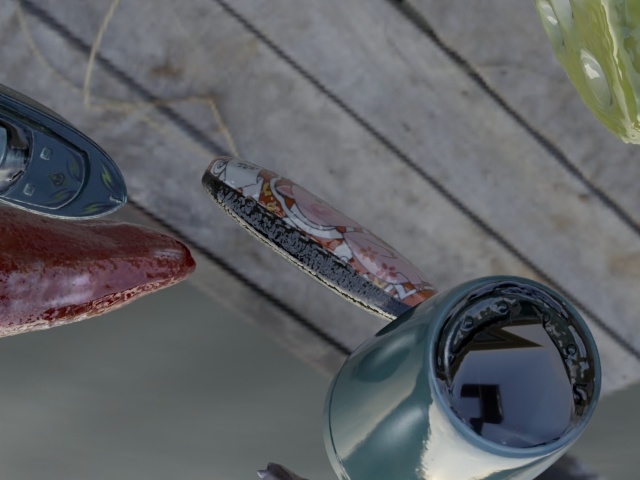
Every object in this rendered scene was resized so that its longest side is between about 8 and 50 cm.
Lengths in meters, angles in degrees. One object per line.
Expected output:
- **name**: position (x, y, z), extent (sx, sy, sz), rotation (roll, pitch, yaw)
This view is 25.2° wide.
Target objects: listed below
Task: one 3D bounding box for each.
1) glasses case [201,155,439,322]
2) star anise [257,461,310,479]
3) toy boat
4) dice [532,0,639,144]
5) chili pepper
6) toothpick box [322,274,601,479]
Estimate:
- **glasses case**: position (0.000, 0.000, 1.349), extent (0.266, 0.067, 0.103), rotation (34, -175, 22)
- **star anise**: position (-0.028, 0.317, 1.292), extent (0.229, 0.236, 0.093), rotation (6, -177, 28)
- **toy boat**: position (-0.164, -0.049, 0.735), extent (0.141, 0.060, 0.055), rotation (24, 108, -17)
- **dice**: position (0.203, -0.163, 0.769), extent (0.166, 0.169, 0.169), rotation (-22, 125, 0)
- **chili pepper**: position (-0.230, 0.023, 1.210), extent (0.252, 0.136, 0.144), rotation (-2, 157, -37)
- **toothpick box**: position (0.077, 0.088, 0.790), extent (0.120, 0.120, 0.184), rotation (12, 160, -10)
